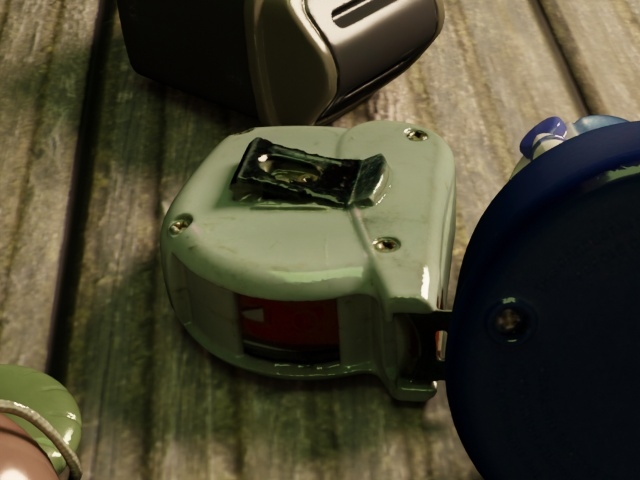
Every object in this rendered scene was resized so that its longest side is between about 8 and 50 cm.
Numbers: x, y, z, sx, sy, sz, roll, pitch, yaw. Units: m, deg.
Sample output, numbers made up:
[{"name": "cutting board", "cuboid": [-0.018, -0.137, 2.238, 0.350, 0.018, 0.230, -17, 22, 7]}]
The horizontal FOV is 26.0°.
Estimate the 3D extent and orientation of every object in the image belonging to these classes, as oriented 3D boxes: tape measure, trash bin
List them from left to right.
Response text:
[{"name": "trash bin", "cuboid": [-0.044, -0.219, 1.351, 0.290, 0.182, 0.209, 20, 41, 38]}, {"name": "tape measure", "cuboid": [0.001, 0.000, 1.073, 0.246, 0.125, 0.243, 3, 35, 7]}]

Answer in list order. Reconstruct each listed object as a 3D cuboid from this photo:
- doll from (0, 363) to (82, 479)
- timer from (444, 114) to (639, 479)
[{"name": "doll", "cuboid": [-0.230, 0.155, 0.794, 0.268, 0.216, 0.284, -19, 35, -32]}, {"name": "timer", "cuboid": [0.211, 0.011, 0.971, 0.270, 0.270, 0.383, -2, 22, 2]}]
